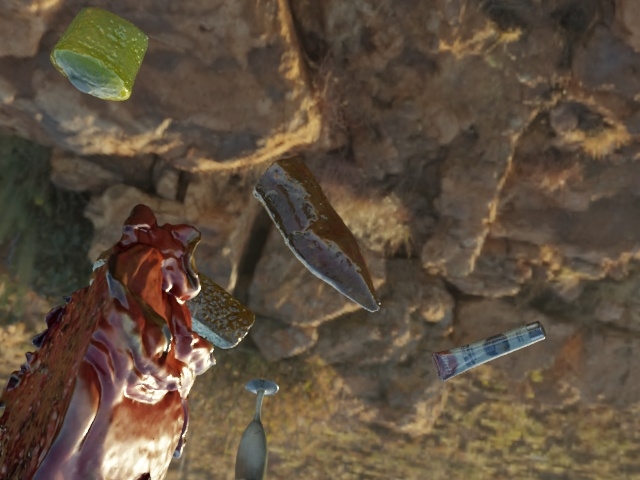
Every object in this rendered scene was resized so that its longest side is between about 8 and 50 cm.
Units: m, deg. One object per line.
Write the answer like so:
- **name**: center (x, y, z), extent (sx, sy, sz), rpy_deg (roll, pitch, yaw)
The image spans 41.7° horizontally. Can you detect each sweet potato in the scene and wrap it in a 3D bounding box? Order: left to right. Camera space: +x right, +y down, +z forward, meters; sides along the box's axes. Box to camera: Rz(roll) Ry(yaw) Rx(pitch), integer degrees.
- **sweet potato**: center (-0.001, 0.001, 1.586), extent (0.337, 0.131, 0.131), rpy_deg (57, 143, -2)

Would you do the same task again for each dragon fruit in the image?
- **dragon fruit**: center (-0.184, 0.160, 0.899), extent (0.228, 0.329, 0.286), rpy_deg (28, -167, -24)

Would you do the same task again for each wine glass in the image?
- **wine glass**: center (-0.116, 0.352, 1.525), extent (0.066, 0.198, 0.066), rpy_deg (3, 141, 2)

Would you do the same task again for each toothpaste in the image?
- **toothpaste**: center (0.340, 0.220, 1.706), extent (0.239, 0.062, 0.039), rpy_deg (-24, 164, 23)

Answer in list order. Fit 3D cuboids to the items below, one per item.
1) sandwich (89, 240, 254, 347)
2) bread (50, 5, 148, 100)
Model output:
- **sandwich**: center (-0.300, 0.107, 1.646), extent (0.288, 0.100, 0.254), rpy_deg (38, 150, -21)
- **bread**: center (-0.329, -0.281, 1.270), extent (0.129, 0.114, 0.111), rpy_deg (33, 161, -36)
